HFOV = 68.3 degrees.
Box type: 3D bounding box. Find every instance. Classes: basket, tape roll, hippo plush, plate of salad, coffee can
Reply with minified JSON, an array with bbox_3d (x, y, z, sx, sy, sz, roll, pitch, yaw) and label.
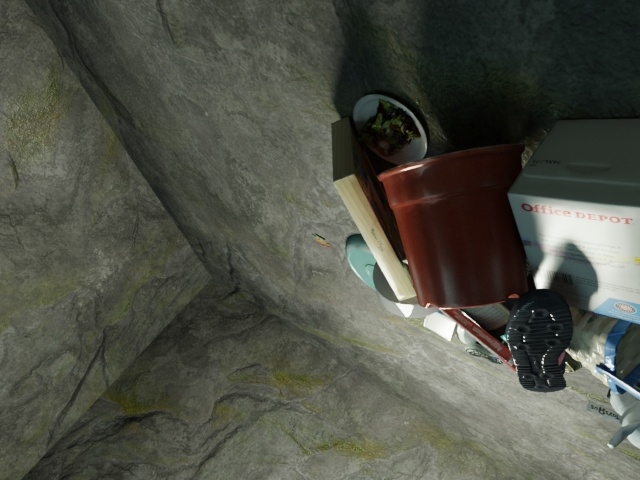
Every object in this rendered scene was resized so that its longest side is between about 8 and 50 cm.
[{"bbox_3d":[0.613,0.180,0.873,0.289,0.255,0.201,32,156,49],"label":"basket"},{"bbox_3d":[0.260,0.108,1.332,0.219,0.219,0.072,24,152,35],"label":"tape roll"},{"bbox_3d":[0.773,0.344,1.021,0.294,0.234,0.236,27,113,-6],"label":"hippo plush"},{"bbox_3d":[0.152,-0.244,1.083,0.200,0.048,0.199,34,156,17],"label":"plate of salad"},{"bbox_3d":[0.362,0.062,1.113,0.275,0.201,0.201,40,157,0],"label":"coffee can"}]

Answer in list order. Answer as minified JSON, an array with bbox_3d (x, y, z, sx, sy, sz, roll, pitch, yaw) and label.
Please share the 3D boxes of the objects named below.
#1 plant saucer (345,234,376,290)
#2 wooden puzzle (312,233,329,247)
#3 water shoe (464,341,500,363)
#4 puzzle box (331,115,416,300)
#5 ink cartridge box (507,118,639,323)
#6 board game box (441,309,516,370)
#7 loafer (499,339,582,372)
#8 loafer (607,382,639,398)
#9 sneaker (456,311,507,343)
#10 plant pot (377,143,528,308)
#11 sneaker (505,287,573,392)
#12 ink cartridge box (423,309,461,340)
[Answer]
[{"bbox_3d":[0.208,0.108,1.644,0.318,0.043,0.317,33,157,16],"label":"plant saucer"},{"bbox_3d":[0.000,0.000,1.815,0.083,0.006,0.049,30,155,25],"label":"wooden puzzle"},{"bbox_3d":[0.549,0.340,1.507,0.203,0.080,0.073,23,151,-26],"label":"water shoe"},{"bbox_3d":[0.135,-0.076,1.182,0.052,0.272,0.408,-21,128,16],"label":"puzzle box"},{"bbox_3d":[0.470,-0.034,0.777,0.198,0.197,0.270,15,147,47],"label":"ink cartridge box"},{"bbox_3d":[0.364,0.214,1.125,0.145,0.027,0.281,41,-179,-40],"label":"board game box"},{"bbox_3d":[0.628,0.349,1.367,0.094,0.087,0.251,48,156,-17],"label":"loafer"},{"bbox_3d":[0.798,0.384,1.207,0.061,0.062,0.170,29,156,15],"label":"loafer"},{"bbox_3d":[0.495,0.236,1.322,0.178,0.124,0.295,35,151,32],"label":"sneaker"},{"bbox_3d":[0.264,-0.019,0.895,0.272,0.273,0.264,-9,90,61],"label":"plant pot"},{"bbox_3d":[0.410,0.166,0.899,0.112,0.131,0.319,-3,138,20],"label":"sneaker"},{"bbox_3d":[0.395,0.212,1.433,0.092,0.143,0.089,28,136,29],"label":"ink cartridge box"}]
